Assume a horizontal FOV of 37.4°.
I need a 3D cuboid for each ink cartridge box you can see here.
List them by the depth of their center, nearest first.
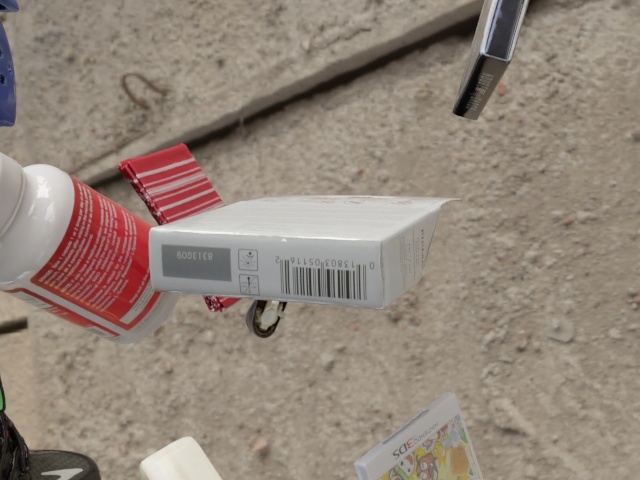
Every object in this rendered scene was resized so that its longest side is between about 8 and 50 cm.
[{"bbox_3d":[0.000,0.000,1.276,0.308,0.385,0.091,2,100,22],"label":"ink cartridge box"}]

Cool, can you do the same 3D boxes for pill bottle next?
[{"bbox_3d":[-0.449,0.011,1.648,0.229,0.408,0.229,-20,53,30],"label":"pill bottle"}]

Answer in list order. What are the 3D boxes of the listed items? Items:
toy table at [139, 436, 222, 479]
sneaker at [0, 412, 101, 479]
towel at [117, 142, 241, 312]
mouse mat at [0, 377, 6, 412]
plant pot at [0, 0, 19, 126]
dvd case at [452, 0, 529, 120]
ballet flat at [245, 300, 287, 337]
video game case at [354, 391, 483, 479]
[{"bbox_3d":[-0.005,0.219,0.420,0.274,0.252,0.161,35,146,24],"label":"toy table"},{"bbox_3d":[-0.479,0.296,1.273,0.202,0.483,0.185,-53,46,10],"label":"sneaker"},{"bbox_3d":[-0.194,-0.026,1.493,0.031,0.199,0.275,-32,91,24],"label":"towel"},{"bbox_3d":[-0.432,0.104,1.134,0.153,0.007,0.189,24,127,33],"label":"mouse mat"},{"bbox_3d":[-0.565,-0.284,1.293,0.236,0.236,0.212,8,87,15],"label":"plant pot"},{"bbox_3d":[0.164,-0.236,0.797,0.030,0.179,0.238,17,84,4],"label":"dvd case"},{"bbox_3d":[-0.073,0.083,1.629,0.074,0.074,0.203,38,113,35],"label":"ballet flat"},{"bbox_3d":[0.155,0.361,1.329,0.026,0.206,0.227,-6,107,49],"label":"video game case"}]
